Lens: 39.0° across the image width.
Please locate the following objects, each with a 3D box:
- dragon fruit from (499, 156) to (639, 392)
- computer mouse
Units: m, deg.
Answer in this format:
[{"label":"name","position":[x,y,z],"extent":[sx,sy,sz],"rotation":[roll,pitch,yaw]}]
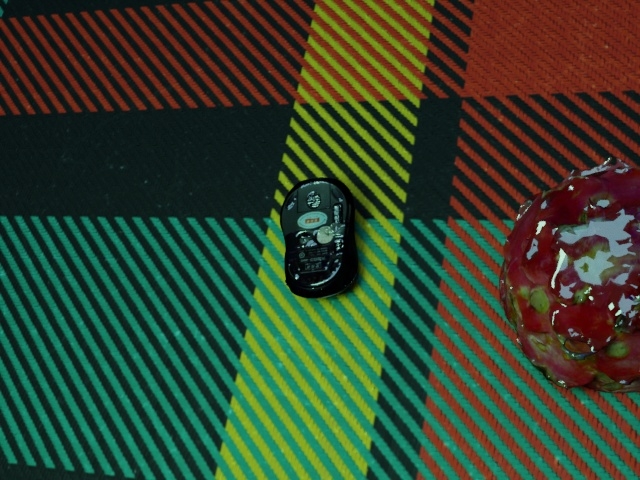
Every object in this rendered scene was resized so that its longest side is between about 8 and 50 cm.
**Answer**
[{"label":"dragon fruit","position":[0.451,0.033,1.374],"extent":[0.386,0.249,0.371],"rotation":[-10,65,17]},{"label":"computer mouse","position":[0.000,0.000,1.629],"extent":[0.137,0.096,0.233],"rotation":[-7,66,22]}]
